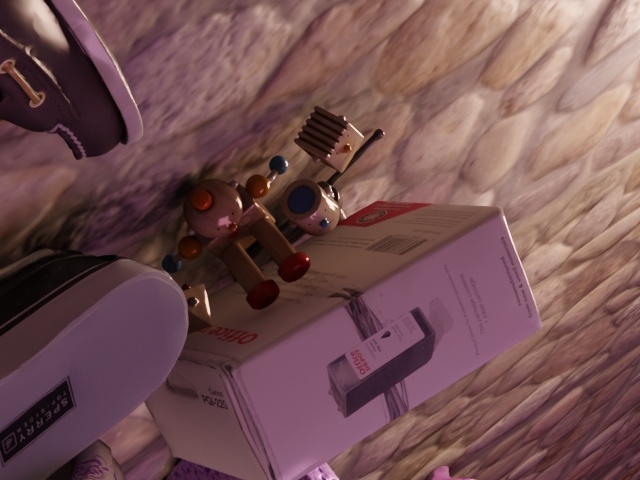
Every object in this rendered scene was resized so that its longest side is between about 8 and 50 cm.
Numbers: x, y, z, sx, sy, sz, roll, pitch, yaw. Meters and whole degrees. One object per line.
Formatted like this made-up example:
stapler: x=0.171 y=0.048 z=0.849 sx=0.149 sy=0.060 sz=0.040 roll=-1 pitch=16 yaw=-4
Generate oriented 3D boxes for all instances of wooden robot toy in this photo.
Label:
wooden robot toy: x=-0.046 y=-0.013 z=1.194 sx=0.173 sy=0.076 sz=0.079 roll=-43 pitch=151 yaw=3

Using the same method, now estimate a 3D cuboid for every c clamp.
c clamp: x=0.000 y=0.000 z=1.382 sx=0.137 sy=0.022 sz=0.160 roll=-39 pitch=161 yaw=-9

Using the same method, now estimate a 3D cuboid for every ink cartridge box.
ink cartridge box: x=0.006 y=0.061 z=1.263 sx=0.218 sy=0.092 sz=0.158 roll=-28 pitch=-165 yaw=-25

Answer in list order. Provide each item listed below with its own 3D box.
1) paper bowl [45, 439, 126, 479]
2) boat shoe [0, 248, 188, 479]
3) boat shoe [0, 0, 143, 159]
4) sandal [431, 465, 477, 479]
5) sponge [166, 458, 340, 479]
paper bowl: x=-0.213 y=0.239 z=1.105 sx=0.284 sy=0.148 sz=0.284 roll=-25 pitch=-167 yaw=6
boat shoe: x=-0.208 y=0.087 z=1.030 sx=0.306 sy=0.105 sz=0.113 roll=-39 pitch=134 yaw=-37
boat shoe: x=-0.135 y=-0.091 z=0.824 sx=0.069 sy=0.081 sz=0.228 roll=-37 pitch=154 yaw=-7
sandal: x=0.138 y=0.317 z=2.277 sx=0.169 sy=0.102 sz=0.416 roll=-24 pitch=172 yaw=-6
sponge: x=-0.076 y=0.221 z=1.578 sx=0.031 sy=0.117 sz=0.210 roll=-14 pitch=147 yaw=-51
